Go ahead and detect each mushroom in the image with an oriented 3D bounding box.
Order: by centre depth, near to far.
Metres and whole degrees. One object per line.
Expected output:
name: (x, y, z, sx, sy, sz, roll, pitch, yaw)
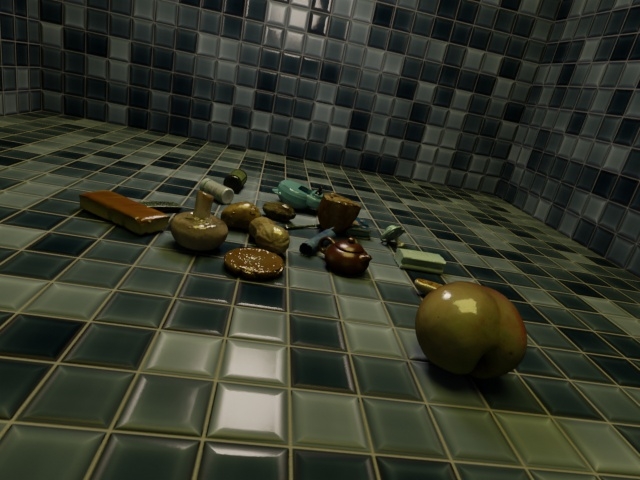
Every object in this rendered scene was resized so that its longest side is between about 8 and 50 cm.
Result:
mushroom: (-0.438, -0.073, 1.579, 0.207, 0.215, 0.207, 13, 12, -3)

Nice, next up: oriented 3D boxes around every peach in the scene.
peach: (0.404, 0.235, 1.177, 0.292, 0.248, 0.292, 2, 41, -1)

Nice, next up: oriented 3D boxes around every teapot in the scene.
teapot: (0.093, 0.044, 1.690, 0.252, 0.135, 0.178, 26, 20, 32)

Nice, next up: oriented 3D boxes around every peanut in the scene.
peanut: (-0.215, -0.024, 1.724, 0.123, 0.124, 0.256, -2, 22, -34)

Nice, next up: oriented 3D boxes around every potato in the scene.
potato: (-0.341, -0.108, 1.863, 0.175, 0.137, 0.137, 10, 20, -14)

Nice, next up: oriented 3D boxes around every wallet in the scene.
wallet: (0.175, -0.070, 2.153, 0.141, 0.059, 0.202, 10, 19, -12)

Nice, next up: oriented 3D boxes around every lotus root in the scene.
lotus root: (0.083, -0.121, 2.062, 0.199, 0.180, 0.188, 14, 15, 2)
lotus root: (-0.199, -0.143, 2.097, 0.179, 0.089, 0.080, 17, -16, 21)

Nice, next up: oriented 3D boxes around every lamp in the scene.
lamp: (-0.108, -0.242, 2.324, 0.283, 0.147, 0.209, 7, 21, 10)

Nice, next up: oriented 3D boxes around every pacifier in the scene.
pacifier: (0.356, -0.008, 2.068, 0.117, 0.126, 0.150, 64, 12, 20)

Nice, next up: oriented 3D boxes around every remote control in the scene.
remote control: (-0.712, -0.145, 1.865, 0.222, 0.042, 0.072, -7, 28, -46)

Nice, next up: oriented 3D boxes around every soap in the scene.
soap: (0.431, 0.087, 1.867, 0.198, 0.063, 0.114, 9, 18, -9)

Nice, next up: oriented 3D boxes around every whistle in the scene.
whistle: (0.000, 0.000, 1.859, 0.062, 0.062, 0.304, 19, 21, 18)

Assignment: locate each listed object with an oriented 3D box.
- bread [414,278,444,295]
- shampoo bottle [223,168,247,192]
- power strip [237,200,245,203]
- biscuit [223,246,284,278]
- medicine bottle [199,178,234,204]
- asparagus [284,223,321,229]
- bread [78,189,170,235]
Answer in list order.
bread: (0.449, 0.198, 1.595, 0.214, 0.053, 0.073, 20, 25, 13)
shampoo bottle: (-0.480, -0.354, 2.479, 0.101, 0.101, 0.284, 11, 20, -3)
power strip: (-0.400, -0.183, 2.186, 0.040, 0.016, 0.090, 13, 19, 6)
biscuit: (-0.234, 0.081, 1.529, 0.225, 0.042, 0.226, 12, 20, -4)
medicine bottle: (-0.529, -0.252, 2.197, 0.183, 0.086, 0.086, 26, 24, 34)
asparagus: (-0.071, -0.066, 2.057, 0.232, 0.023, 0.022, -4, 70, -37)
bread: (-0.772, -0.113, 1.691, 0.361, 0.077, 0.138, 21, 21, 23)
